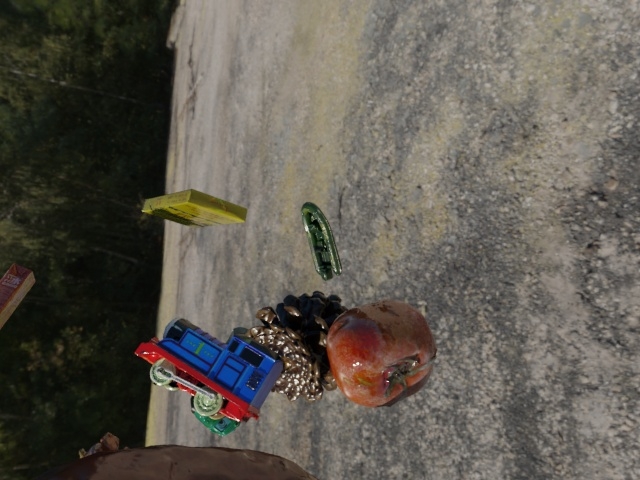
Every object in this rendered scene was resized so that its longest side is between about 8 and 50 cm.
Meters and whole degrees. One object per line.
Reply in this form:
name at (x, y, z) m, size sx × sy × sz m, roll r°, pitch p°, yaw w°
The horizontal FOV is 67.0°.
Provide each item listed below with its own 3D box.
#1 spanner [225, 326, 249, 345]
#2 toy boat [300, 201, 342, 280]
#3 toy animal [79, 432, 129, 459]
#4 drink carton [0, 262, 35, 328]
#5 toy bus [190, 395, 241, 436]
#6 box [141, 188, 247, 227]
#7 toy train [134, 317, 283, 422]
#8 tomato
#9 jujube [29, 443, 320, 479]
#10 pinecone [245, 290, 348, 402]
spanner at (-0.366, 0.391, 1.604) m, size 0.093 × 0.325 × 0.026 m, roll 57°, pitch 175°, yaw 25°
toy boat at (0.000, 0.000, 1.246) m, size 0.104 × 0.052 × 0.211 m, roll -2°, pitch 107°, yaw 55°
toy animal at (-0.788, 0.815, 1.646) m, size 0.281 × 0.195 × 0.169 m, roll -40°, pitch 7°, yaw 7°
drink carton at (-1.050, 0.194, 1.606) m, size 0.096 × 0.070 × 0.223 m, roll -52°, pitch 14°, yaw 54°
toy bus at (-0.406, 0.657, 1.950) m, size 0.183 × 0.199 × 0.343 m, roll -44°, pitch 4°, yaw -17°
box at (-0.319, -0.076, 1.206) m, size 0.278 × 0.153 × 0.041 m, roll -3°, pitch 73°, yaw 49°
toy train at (-0.171, 0.196, 0.755) m, size 0.131 × 0.203 × 0.083 m, roll -58°, pitch -16°, yaw -19°
tomato at (0.123, 0.230, 1.007) m, size 0.189 × 0.231 × 0.232 m, roll -125°, pitch 46°, yaw -54°
jujube at (-0.094, 0.275, 0.374) m, size 0.223 × 0.317 × 0.223 m, roll -29°, pitch 45°, yaw 34°
pinecone at (-0.038, 0.320, 1.598) m, size 0.384 × 0.383 × 0.385 m, roll -174°, pitch 90°, yaw -67°
